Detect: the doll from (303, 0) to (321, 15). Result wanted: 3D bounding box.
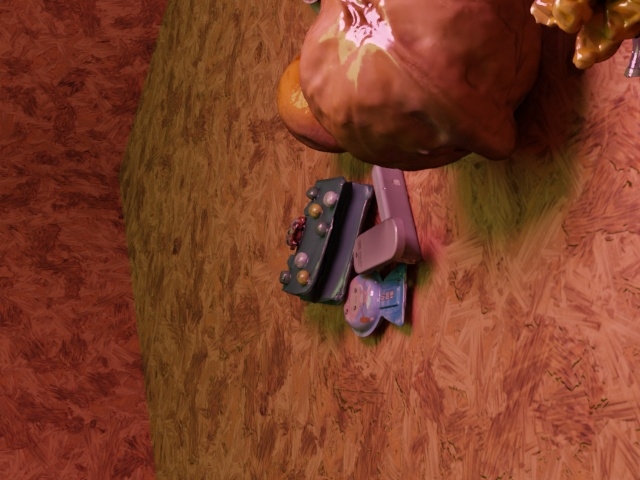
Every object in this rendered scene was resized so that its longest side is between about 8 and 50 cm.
[{"bbox_3d":[0.001,-0.645,2.112,0.268,0.216,0.284,43,149,36],"label":"doll"}]

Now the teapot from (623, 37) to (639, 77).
[{"bbox_3d":[0.415,-0.264,1.210,0.043,0.042,0.111,-149,66,-65],"label":"teapot"}]

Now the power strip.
[{"bbox_3d":[0.140,-0.059,1.752,0.027,0.060,0.253,126,143,-48],"label":"power strip"}]

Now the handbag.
[{"bbox_3d":[-0.004,-0.001,1.959,0.274,0.100,0.269,-170,96,-73],"label":"handbag"}]

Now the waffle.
[{"bbox_3d":[0.354,-0.385,1.178,0.261,0.151,0.324,-57,21,30],"label":"waffle"}]

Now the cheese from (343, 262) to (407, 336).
[{"bbox_3d":[0.102,0.115,1.801,0.244,0.052,0.135,158,116,-64],"label":"cheese"}]

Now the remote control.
[{"bbox_3d":[0.105,0.011,1.715,0.245,0.022,0.077,144,128,-71],"label":"remote control"}]

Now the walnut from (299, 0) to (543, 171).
[{"bbox_3d":[0.160,-0.272,1.387,0.383,0.383,0.384,-173,90,-66],"label":"walnut"}]

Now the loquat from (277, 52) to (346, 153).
[{"bbox_3d":[0.025,-0.284,1.875,0.193,0.238,0.238,118,149,-54],"label":"loquat"}]
